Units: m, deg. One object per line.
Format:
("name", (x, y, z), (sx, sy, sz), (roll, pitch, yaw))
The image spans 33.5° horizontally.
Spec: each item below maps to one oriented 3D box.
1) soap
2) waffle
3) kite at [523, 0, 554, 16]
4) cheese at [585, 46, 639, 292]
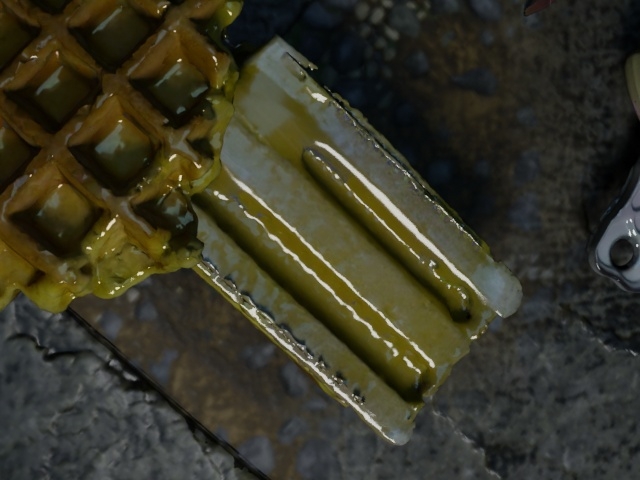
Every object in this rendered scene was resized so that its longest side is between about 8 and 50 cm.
("soap", (0.001, 0.000, 0.652), (0.233, 0.076, 0.135), (43, 82, -16))
("waffle", (-0.181, -0.097, 0.556), (0.282, 0.058, 0.300), (-24, 86, -2))
("kite", (0.201, -0.245, 0.733), (0.127, 0.016, 0.229), (46, 79, -12))
("cheese", (0.268, -0.096, 0.730), (0.163, 0.082, 0.286), (35, 84, -16))
